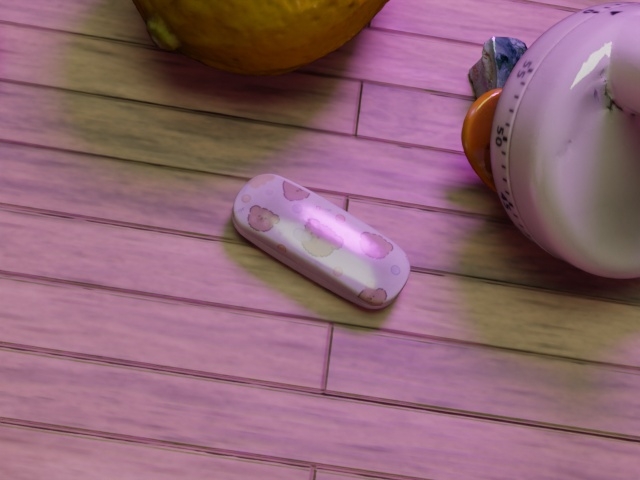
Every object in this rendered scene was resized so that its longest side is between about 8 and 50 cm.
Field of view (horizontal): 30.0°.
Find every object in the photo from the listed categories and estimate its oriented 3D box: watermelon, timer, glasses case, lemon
[{"bbox_3d":[0.162,-0.160,1.120,0.061,0.085,0.085,12,57,38],"label":"watermelon"},{"bbox_3d":[0.264,-0.081,0.983,0.234,0.233,0.240,-23,25,-17],"label":"timer"},{"bbox_3d":[0.000,0.000,1.026,0.164,0.041,0.063,31,65,9],"label":"glasses case"},{"bbox_3d":[-0.037,-0.282,1.047,0.245,0.245,0.320,41,77,13],"label":"lemon"}]
